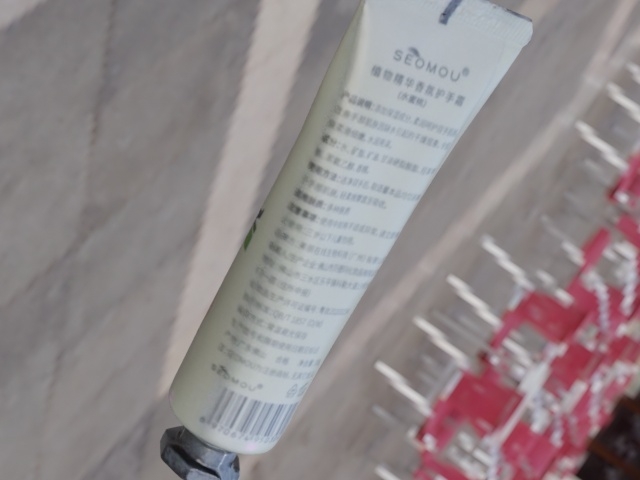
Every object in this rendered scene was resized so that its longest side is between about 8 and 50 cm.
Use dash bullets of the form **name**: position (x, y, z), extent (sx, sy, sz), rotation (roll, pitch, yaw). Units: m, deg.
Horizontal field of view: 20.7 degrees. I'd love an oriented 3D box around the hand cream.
- **hand cream**: position (0.000, 0.000, 0.705), extent (0.080, 0.050, 0.234), rotation (16, 114, -34)
